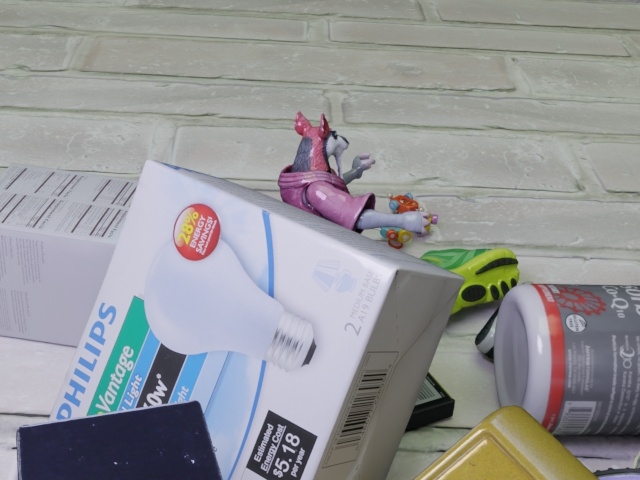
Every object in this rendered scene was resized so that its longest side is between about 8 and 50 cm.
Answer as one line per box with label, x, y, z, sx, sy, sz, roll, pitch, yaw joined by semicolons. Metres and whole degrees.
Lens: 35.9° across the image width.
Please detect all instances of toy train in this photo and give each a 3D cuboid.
toy train;0.143;-0.033;1.827;0.125;0.046;0.166;23;34;30

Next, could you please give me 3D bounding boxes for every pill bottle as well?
pill bottle;0.442;0.166;1.381;0.363;0.210;0.210;1;32;-6

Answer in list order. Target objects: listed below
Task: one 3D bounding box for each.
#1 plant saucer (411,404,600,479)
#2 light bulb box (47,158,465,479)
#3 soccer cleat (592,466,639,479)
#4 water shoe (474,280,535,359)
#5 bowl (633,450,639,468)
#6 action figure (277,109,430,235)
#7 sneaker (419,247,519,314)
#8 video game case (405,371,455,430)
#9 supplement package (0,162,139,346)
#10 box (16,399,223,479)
plant saucer;0.163;0.345;1.013;0.333;0.081;0.333;-40;38;-5
light bulb box;-0.078;0.134;1.190;0.361;0.358;0.225;23;4;28
soccer cleat;0.270;0.347;1.121;0.318;0.108;0.116;-13;21;0
water shoe;0.310;0.138;1.564;0.080;0.073;0.203;43;40;7
bowl;0.469;0.334;1.236;0.170;0.080;0.170;3;32;-2
action figure;0.000;0.000;1.399;0.275;0.370;0.248;-17;12;-10
sneaker;0.185;0.073;1.612;0.295;0.109;0.123;-6;2;-28
video game case;0.015;0.204;1.437;0.275;0.035;0.248;-13;36;-23
supplement package;-0.383;0.025;1.523;0.262;0.199;0.198;8;31;6
box;-0.158;0.377;0.877;0.179;0.312;0.343;-6;34;-16
